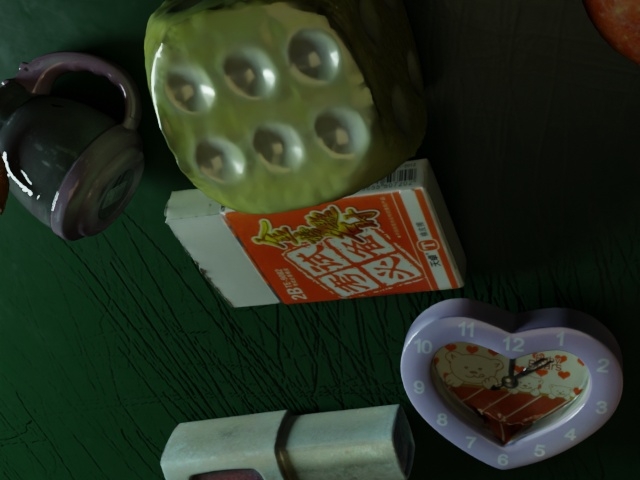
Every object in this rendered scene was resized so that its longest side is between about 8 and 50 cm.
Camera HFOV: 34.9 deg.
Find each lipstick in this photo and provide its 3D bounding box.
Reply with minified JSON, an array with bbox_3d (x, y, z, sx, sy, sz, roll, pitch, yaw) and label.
[{"bbox_3d":[-0.033,0.220,1.048,0.252,0.077,0.079,-10,117,19],"label":"lipstick"}]

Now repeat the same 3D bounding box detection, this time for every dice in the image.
[{"bbox_3d":[-0.022,-0.129,0.784,0.169,0.169,0.166,-13,115,21],"label":"dice"}]

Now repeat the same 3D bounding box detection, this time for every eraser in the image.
[{"bbox_3d":[0.000,0.000,0.895,0.230,0.038,0.157,-6,146,18],"label":"eraser"}]

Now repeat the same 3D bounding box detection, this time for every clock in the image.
[{"bbox_3d":[0.176,0.131,0.947,0.198,0.064,0.172,5,121,12],"label":"clock"}]

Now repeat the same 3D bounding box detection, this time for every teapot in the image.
[{"bbox_3d":[-0.235,-0.090,0.901,0.146,0.116,0.148,33,127,7],"label":"teapot"}]

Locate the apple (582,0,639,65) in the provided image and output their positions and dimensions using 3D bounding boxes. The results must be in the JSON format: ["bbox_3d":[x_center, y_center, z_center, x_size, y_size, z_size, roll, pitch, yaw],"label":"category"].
[{"bbox_3d":[0.271,-0.201,0.672,0.209,0.164,0.209,2,111,5],"label":"apple"}]

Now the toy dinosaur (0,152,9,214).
[{"bbox_3d":[-0.396,-0.225,0.862,0.208,0.097,0.432,-6,109,22],"label":"toy dinosaur"}]
